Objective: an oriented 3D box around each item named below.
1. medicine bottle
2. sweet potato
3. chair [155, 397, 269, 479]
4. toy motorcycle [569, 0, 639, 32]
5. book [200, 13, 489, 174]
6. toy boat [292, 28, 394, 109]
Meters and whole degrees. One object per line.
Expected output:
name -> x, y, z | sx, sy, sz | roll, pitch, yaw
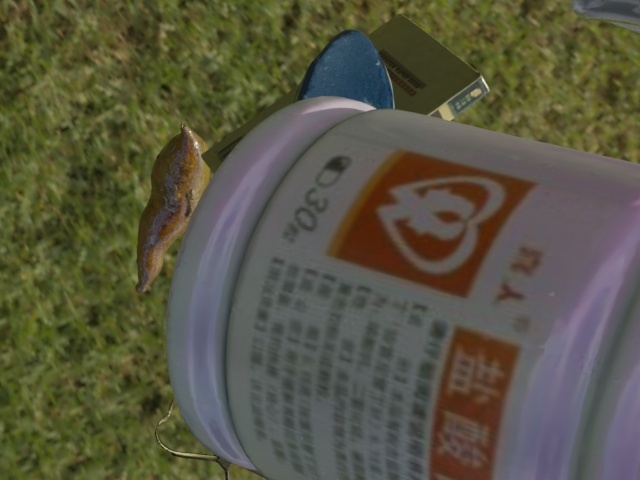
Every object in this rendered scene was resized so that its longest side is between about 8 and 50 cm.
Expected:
medicine bottle -> 0.107, 0.057, 0.597 | 0.202, 0.316, 0.202 | -27, 125, -48
sweet potato -> -0.157, -0.038, 1.392 | 0.068, 0.068, 0.226 | 0, 128, -30
chair -> -0.080, 0.162, 1.442 | 0.160, 0.170, 0.326 | 54, 51, -16
toy motorcycle -> 0.331, -0.175, 0.886 | 0.340, 0.223, 0.108 | -5, 103, -24
book -> 0.017, -0.102, 1.145 | 0.231, 0.161, 0.026 | -36, 128, -2
toy boat -> 0.000, 0.000, 0.871 | 0.067, 0.220, 0.291 | 11, 143, 0
